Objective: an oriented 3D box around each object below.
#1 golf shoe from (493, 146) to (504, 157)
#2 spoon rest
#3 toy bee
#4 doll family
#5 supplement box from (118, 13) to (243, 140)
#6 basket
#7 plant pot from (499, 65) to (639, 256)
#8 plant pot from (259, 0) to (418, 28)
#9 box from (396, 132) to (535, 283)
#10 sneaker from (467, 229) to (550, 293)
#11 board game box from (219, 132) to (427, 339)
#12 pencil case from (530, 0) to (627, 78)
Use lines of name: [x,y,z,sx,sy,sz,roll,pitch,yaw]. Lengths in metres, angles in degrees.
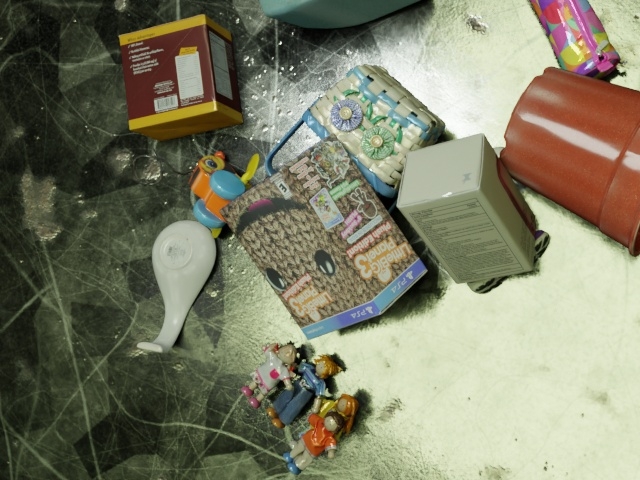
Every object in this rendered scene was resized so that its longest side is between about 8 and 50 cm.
golf shoe: [0.270,-0.108,1.669,0.176,0.086,0.069,-40,74,9]
spoon rest: [-0.292,0.092,1.844,0.137,0.084,0.276,10,76,17]
toy bee: [-0.185,-0.112,1.788,0.195,0.162,0.298,-31,108,28]
doll family: [-0.020,0.301,1.729,0.163,0.118,0.263,-48,56,15]
supplement box: [-0.277,-0.319,1.834,0.191,0.129,0.194,-10,83,17]
basket: [0.061,-0.162,1.677,0.255,0.201,0.289,41,115,10]
plant pot: [0.459,-0.150,1.533,0.265,0.272,0.272,28,94,25]
plant pot: [0.007,-0.523,1.709,0.252,0.247,0.247,-24,78,31]
box: [0.252,-0.049,1.563,0.149,0.232,0.126,-12,47,30]
sneaker: [0.329,0.026,1.652,0.170,0.068,0.071,-32,65,9]
board game box: [0.000,0.000,1.616,0.291,0.141,0.232,55,144,-5]
pencil case: [0.444,-0.386,1.628,0.104,0.104,0.236,-28,78,14]
